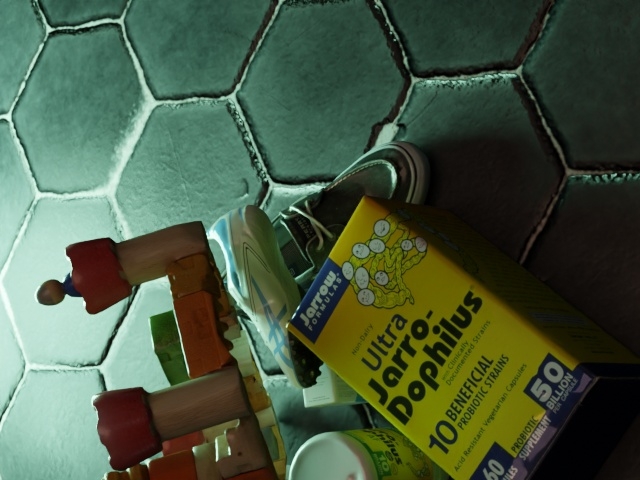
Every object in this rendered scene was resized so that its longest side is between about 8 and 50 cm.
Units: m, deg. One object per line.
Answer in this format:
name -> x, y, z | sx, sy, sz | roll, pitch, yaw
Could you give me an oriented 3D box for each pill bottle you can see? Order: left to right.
pill bottle -> 0.066, 0.281, 1.772 | 0.117, 0.208, 0.118 | -3, 84, 34

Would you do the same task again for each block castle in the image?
block castle -> -0.167, 0.224, 1.752 | 0.213, 0.453, 0.303 | -17, 51, -1

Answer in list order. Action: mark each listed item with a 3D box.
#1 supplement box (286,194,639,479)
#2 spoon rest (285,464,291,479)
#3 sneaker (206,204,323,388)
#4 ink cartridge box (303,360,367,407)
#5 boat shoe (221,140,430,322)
supplement box -> 0.172, 0.128, 1.722 | 0.356, 0.195, 0.194 | 40, 107, 30
spoon rest -> -0.081, 0.425, 1.950 | 0.137, 0.084, 0.276 | 23, 85, 32
sneaker -> -0.066, 0.074, 1.833 | 0.086, 0.085, 0.237 | -26, 83, 29
ink cartridge box -> 0.017, 0.147, 1.889 | 0.052, 0.088, 0.122 | -13, 78, 33
boat shoe -> 0.000, 0.000, 1.895 | 0.335, 0.119, 0.121 | -45, 63, 23
